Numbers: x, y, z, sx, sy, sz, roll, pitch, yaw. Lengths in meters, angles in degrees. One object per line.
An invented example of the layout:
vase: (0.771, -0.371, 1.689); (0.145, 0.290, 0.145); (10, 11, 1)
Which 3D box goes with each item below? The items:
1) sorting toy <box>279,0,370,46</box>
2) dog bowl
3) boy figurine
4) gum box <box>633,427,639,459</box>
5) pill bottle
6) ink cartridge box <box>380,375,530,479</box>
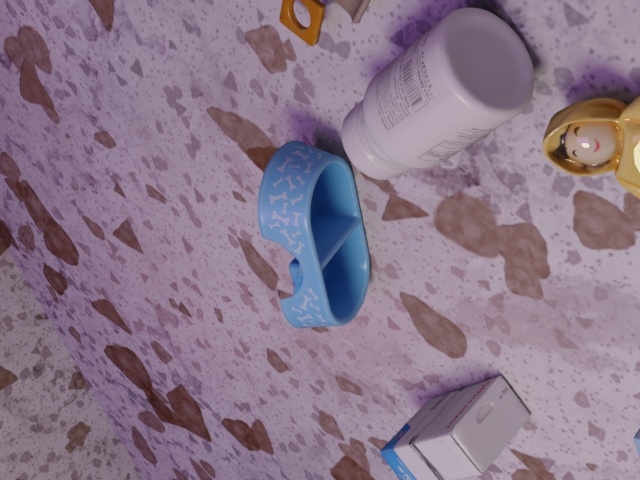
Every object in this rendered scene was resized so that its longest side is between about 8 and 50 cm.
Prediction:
sorting toy: (0.018, -0.375, 1.062); (0.196, 0.047, 0.348); (49, 146, 10)
dog bowl: (0.000, 0.000, 1.341); (0.074, 0.166, 0.297); (9, 129, 29)
boy figurine: (0.354, -0.086, 0.912); (0.285, 0.092, 0.177); (24, 141, 28)
gum box: (0.495, 0.324, 1.179); (0.157, 0.041, 0.184); (6, 127, 45)
pill bottle: (0.124, -0.156, 1.069); (0.131, 0.131, 0.229); (53, 146, -4)
ink cartridge box: (0.199, 0.289, 1.394); (0.082, 0.139, 0.190); (54, 146, -3)
